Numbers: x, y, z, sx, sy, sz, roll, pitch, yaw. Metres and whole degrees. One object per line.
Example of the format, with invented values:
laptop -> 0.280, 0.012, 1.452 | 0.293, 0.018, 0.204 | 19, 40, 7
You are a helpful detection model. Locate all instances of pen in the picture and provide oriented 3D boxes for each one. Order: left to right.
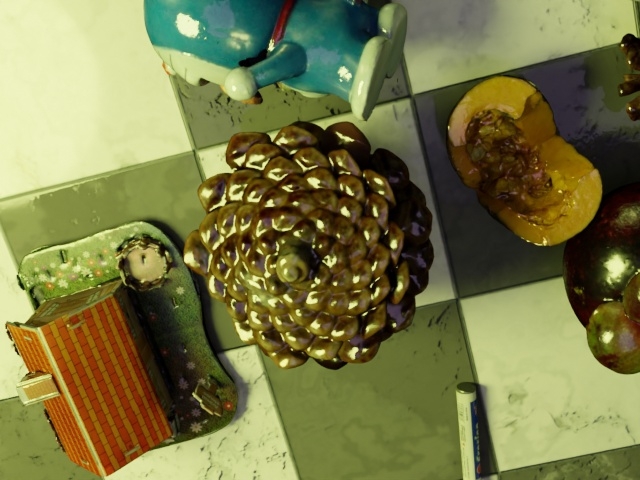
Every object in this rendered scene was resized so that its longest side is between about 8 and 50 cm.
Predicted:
pen -> 0.189, 0.272, 1.128 | 0.025, 0.025, 0.204 | -6, 110, 4

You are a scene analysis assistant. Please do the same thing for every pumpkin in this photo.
pumpkin -> 0.207, -0.085, 0.954 | 0.119, 0.107, 0.183 | -34, 96, 6

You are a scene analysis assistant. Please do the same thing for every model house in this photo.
model house -> -0.232, 0.147, 1.030 | 0.207, 0.154, 0.294 | -16, 108, 9

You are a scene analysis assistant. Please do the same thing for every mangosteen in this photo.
mangosteen -> 0.354, 0.036, 0.942 | 0.210, 0.210, 0.210 | 1, 110, 2

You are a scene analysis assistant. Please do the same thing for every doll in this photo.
doll -> -0.045, -0.206, 0.886 | 0.257, 0.215, 0.161 | 23, 130, 7

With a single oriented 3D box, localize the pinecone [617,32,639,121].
pinecone -> 0.389, -0.172, 0.878 | 0.208, 0.208, 0.207 | 1, 110, 2

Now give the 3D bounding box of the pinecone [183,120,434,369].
pinecone -> -0.004, 0.009, 0.926 | 0.264, 0.264, 0.264 | 1, 110, 2
